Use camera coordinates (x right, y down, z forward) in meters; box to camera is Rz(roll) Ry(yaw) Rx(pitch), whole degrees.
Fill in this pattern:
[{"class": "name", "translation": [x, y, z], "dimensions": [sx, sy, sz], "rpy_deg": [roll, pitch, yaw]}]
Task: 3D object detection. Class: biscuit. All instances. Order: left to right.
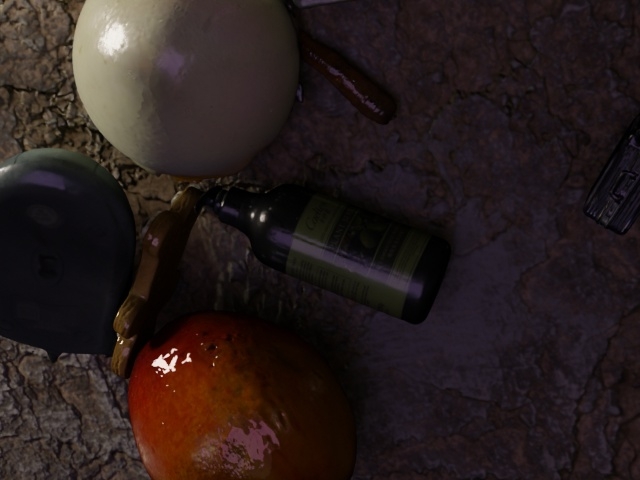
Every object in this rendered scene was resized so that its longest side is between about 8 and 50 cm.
[{"class": "biscuit", "translation": [-0.199, 0.054, 1.967], "dimensions": [0.035, 0.158, 0.240], "rpy_deg": [26, 113, 10]}]

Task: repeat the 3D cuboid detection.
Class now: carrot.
[{"class": "carrot", "translation": [0.018, -0.185, 1.855], "dimensions": [0.165, 0.035, 0.035], "rpy_deg": [41, 119, 0]}]

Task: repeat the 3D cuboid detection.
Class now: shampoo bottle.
[{"class": "shampoo bottle", "translation": [0.000, 0.000, 1.906], "dimensions": [0.284, 0.101, 0.101], "rpy_deg": [21, 118, 9]}]

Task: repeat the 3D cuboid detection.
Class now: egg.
[{"class": "egg", "translation": [-0.170, -0.179, 1.837], "dimensions": [0.264, 0.174, 0.286], "rpy_deg": [49, 126, -2]}]

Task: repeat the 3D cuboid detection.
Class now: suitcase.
[{"class": "suitcase", "translation": [0.327, -0.071, 1.772], "dimensions": [0.059, 0.086, 0.126], "rpy_deg": [31, 119, 5]}]

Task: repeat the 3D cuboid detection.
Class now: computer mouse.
[{"class": "computer mouse", "translation": [-0.304, 0.011, 1.989], "dimensions": [0.188, 0.122, 0.371], "rpy_deg": [12, 138, 1]}]

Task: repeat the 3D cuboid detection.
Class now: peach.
[{"class": "peach", "translation": [-0.092, 0.203, 1.952], "dimensions": [0.281, 0.238, 0.281], "rpy_deg": [46, 156, 28]}]

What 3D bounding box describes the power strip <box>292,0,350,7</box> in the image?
[{"class": "power strip", "translation": [-0.008, -0.387, 1.753], "dimensions": [0.093, 0.053, 0.288], "rpy_deg": [-4, 106, 21]}]
